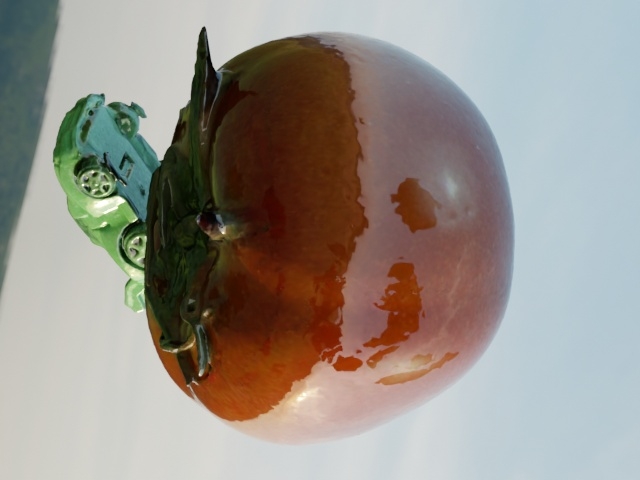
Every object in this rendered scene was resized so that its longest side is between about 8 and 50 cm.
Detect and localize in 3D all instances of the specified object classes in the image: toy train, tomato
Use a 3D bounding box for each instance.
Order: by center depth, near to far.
[{"bbox_3d":[0.000,0.000,0.864,0.256,0.224,0.256,-179,-90,-65],"label":"tomato"},{"bbox_3d":[-0.142,-0.028,1.001,0.081,0.149,0.099,-24,-147,24],"label":"toy train"}]
